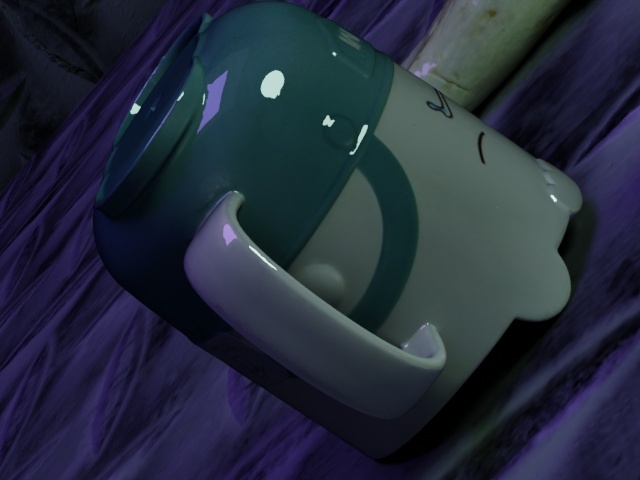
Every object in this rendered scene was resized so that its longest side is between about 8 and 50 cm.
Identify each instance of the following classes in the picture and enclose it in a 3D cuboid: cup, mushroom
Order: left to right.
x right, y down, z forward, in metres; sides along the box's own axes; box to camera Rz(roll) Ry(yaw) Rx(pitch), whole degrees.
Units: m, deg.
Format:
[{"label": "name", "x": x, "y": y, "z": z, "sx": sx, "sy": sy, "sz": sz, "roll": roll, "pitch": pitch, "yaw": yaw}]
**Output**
[{"label": "cup", "x": 0.000, "y": 0.000, "z": 1.075, "sx": 0.219, "sy": 0.257, "sz": 0.290, "roll": -52, "pitch": 14, "yaw": 20}, {"label": "mushroom", "x": 0.124, "y": -0.161, "z": 1.414, "sx": 0.312, "sy": 0.081, "sz": 0.100, "roll": -47, "pitch": 9, "yaw": 21}]
